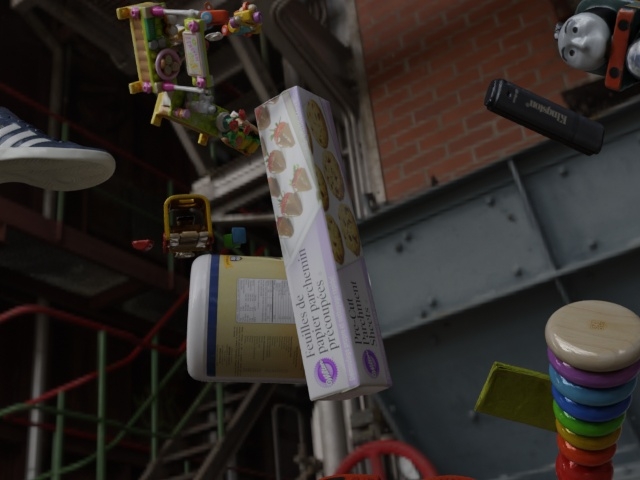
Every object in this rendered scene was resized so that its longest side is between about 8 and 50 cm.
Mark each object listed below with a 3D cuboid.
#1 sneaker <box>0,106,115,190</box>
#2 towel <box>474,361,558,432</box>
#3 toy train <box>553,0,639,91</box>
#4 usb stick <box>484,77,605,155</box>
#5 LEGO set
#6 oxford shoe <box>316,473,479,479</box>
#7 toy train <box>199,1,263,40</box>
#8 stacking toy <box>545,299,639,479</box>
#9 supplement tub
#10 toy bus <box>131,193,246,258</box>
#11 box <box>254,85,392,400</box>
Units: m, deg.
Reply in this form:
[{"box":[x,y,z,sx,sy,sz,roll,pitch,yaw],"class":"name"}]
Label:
[{"box":[-0.575,-0.189,1.680,0.349,0.148,0.131,2,-29,-4],"class":"sneaker"},{"box":[0.390,0.280,1.463,0.237,0.021,0.102,16,-71,-6],"class":"towel"},{"box":[0.436,-0.267,1.085,0.334,0.190,0.142,-28,-51,-41],"class":"toy train"},{"box":[0.469,-0.255,1.788,0.278,0.077,0.045,21,-9,-15],"class":"usb stick"},{"box":[-0.126,-0.181,0.965,0.107,0.132,0.287,12,-39,35],"class":"LEGO set"},{"box":[0.115,0.319,0.932,0.271,0.098,0.097,0,20,24],"class":"oxford shoe"},{"box":[-0.162,-0.386,1.489,0.125,0.046,0.166,-6,3,-2],"class":"toy train"},{"box":[0.409,0.258,1.292,0.141,0.141,0.330,-8,-59,2],"class":"stacking toy"},{"box":[-0.076,0.143,1.544,0.316,0.228,0.228,3,-30,-6],"class":"supplement tub"},{"box":[-0.268,-0.034,1.726,0.202,0.104,0.191,-11,-10,32],"class":"toy bus"},{"box":[0.000,0.000,0.886,0.063,0.324,0.067,-23,-22,32],"class":"box"}]
